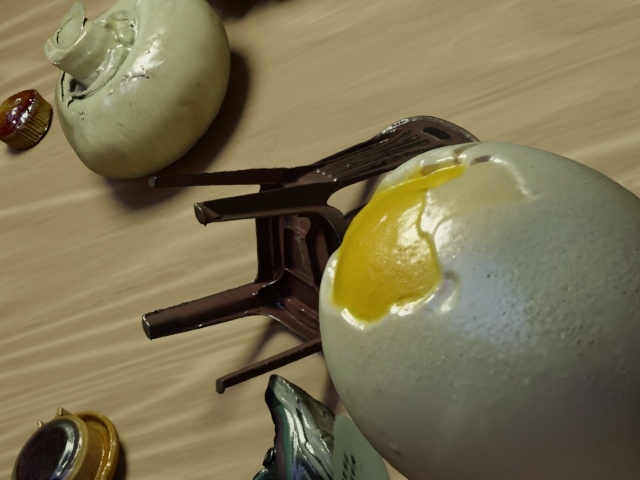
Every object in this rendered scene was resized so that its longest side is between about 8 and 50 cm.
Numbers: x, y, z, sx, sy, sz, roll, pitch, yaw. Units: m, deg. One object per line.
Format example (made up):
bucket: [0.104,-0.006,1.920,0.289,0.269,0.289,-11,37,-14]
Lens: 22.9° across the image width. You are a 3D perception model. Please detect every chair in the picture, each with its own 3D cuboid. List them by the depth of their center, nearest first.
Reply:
chair: [0.000,0.000,1.562,0.326,0.183,0.175,-14,25,-28]

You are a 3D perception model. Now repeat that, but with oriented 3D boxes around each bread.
bread: [-0.408,-0.168,2.150,0.085,0.053,0.085,-26,44,28]

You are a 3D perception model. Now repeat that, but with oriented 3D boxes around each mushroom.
mushroom: [-0.231,-0.198,1.887,0.246,0.202,0.246,-35,39,35]

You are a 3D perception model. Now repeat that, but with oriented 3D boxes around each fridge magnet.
fridge magnet: [-0.272,0.241,1.668,0.143,0.063,0.143,-26,41,25]

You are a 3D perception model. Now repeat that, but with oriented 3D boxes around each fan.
fan: [0.065,0.272,1.252,0.010,0.182,0.310,-14,41,-17]

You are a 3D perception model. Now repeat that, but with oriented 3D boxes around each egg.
egg: [0.163,0.082,1.196,0.283,0.283,0.345,-50,46,0]

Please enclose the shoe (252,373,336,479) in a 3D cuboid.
shoe: [-0.026,0.199,1.460,0.099,0.071,0.169,-49,39,9]
